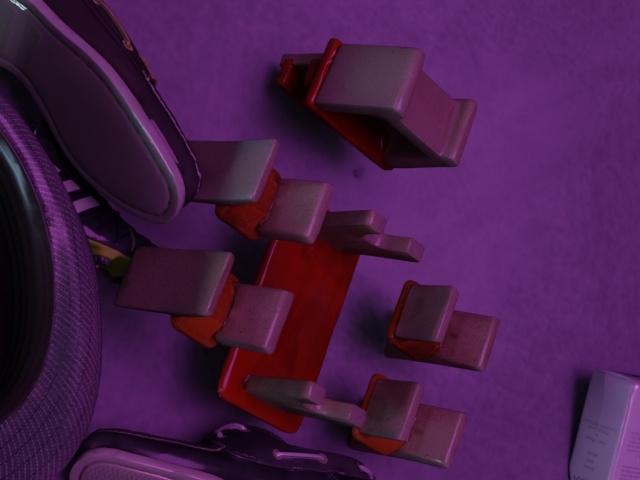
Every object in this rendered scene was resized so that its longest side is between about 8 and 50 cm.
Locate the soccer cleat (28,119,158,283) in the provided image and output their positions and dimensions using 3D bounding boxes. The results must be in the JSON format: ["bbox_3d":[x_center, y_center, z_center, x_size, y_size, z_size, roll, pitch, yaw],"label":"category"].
[{"bbox_3d":[-0.168,-0.031,0.957,0.179,0.060,0.072,29,68,-25],"label":"soccer cleat"}]

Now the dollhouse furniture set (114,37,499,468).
[{"bbox_3d":[0.000,0.000,1.028,0.262,0.135,0.259,36,67,-42],"label":"dollhouse furniture set"}]

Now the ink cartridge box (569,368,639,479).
[{"bbox_3d":[0.278,0.229,1.246,0.181,0.056,0.225,13,93,-33],"label":"ink cartridge box"}]

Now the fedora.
[{"bbox_3d":[-0.250,0.027,0.802,0.243,0.124,0.275,-16,83,-38],"label":"fedora"}]

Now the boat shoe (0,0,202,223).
[{"bbox_3d":[-0.143,-0.108,0.934,0.228,0.081,0.068,48,45,13],"label":"boat shoe"}]

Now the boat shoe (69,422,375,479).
[{"bbox_3d":[-0.059,0.162,1.002,0.233,0.084,0.079,18,45,-27],"label":"boat shoe"}]
